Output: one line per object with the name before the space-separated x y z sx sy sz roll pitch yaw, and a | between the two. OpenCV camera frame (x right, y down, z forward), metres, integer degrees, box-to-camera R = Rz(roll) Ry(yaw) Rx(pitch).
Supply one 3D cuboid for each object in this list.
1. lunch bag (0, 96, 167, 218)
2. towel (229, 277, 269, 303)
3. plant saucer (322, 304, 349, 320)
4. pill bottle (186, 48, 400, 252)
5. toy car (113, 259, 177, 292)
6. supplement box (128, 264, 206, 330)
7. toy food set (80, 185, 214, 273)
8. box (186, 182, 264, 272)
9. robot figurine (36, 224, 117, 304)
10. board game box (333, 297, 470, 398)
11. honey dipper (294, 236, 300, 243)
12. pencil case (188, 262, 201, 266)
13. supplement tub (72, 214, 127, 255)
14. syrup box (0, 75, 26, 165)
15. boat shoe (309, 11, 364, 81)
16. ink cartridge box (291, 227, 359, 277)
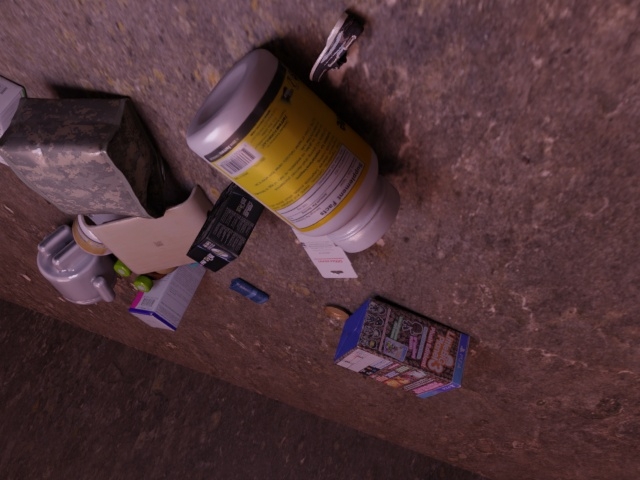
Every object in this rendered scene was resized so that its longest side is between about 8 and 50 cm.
lunch bag | -0.475 -0.153 1.193 0.235 0.169 0.287 2 148 8
towel | -0.222 0.160 1.758 0.119 0.029 0.067 34 150 -21
plant saucer | 0.048 0.209 1.654 0.083 0.015 0.083 18 153 10
pill bottle | -0.030 -0.127 0.910 0.334 0.188 0.187 38 150 -28
toy car | -0.452 0.042 1.582 0.188 0.155 0.149 -12 132 40
supplement box | -0.458 0.147 1.706 0.111 0.220 0.114 3 148 35
toy food set | -0.400 -0.029 1.407 0.305 0.093 0.220 -13 144 9
box | -0.193 -0.038 1.205 0.077 0.180 0.147 33 151 -17
robot figurine | -0.804 0.091 1.890 0.300 0.199 0.354 41 158 17
board game box | 0.213 0.299 1.536 0.290 0.141 0.232 22 153 -6
honey dipper | 0.000 0.000 1.297 0.160 0.031 0.030 1 146 40
pencil case | -0.318 0.036 1.565 0.151 0.064 0.070 -10 119 49
supplement tub | -0.600 -0.040 1.554 0.144 0.144 0.199 32 151 -18
syrup box | -0.727 -0.269 1.288 0.093 0.096 0.237 28 153 -6
boat shoe | 0.021 -0.260 0.787 0.038 0.046 0.125 31 144 -6
ink cartridge box | 0.015 -0.005 1.195 0.104 0.060 0.180 -3 129 41
